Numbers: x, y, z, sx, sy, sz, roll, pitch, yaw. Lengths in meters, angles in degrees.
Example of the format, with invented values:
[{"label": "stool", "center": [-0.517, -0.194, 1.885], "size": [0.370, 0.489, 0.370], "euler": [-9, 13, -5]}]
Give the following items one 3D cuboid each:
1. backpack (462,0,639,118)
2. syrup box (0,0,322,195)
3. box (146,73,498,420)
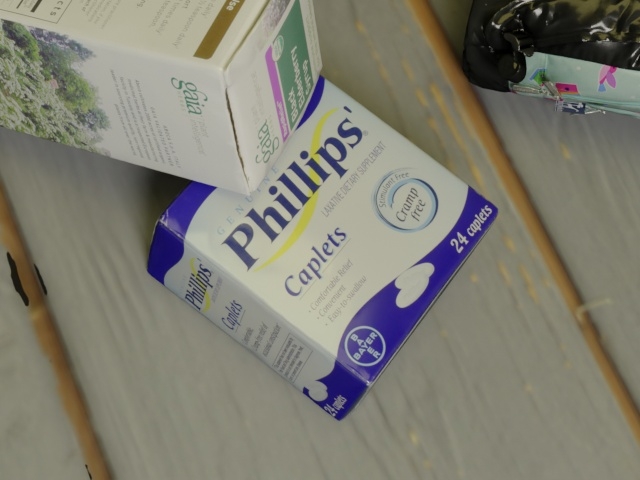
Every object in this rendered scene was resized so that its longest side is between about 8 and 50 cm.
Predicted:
[{"label": "backpack", "center": [0.185, -0.138, 0.717], "size": [0.182, 0.115, 0.151], "euler": [13, 81, 9]}, {"label": "syrup box", "center": [-0.125, -0.112, 0.622], "size": [0.237, 0.093, 0.096], "euler": [15, 59, 17]}, {"label": "box", "center": [0.000, 0.000, 0.655], "size": [0.137, 0.072, 0.126], "euler": [37, 66, 6]}]
